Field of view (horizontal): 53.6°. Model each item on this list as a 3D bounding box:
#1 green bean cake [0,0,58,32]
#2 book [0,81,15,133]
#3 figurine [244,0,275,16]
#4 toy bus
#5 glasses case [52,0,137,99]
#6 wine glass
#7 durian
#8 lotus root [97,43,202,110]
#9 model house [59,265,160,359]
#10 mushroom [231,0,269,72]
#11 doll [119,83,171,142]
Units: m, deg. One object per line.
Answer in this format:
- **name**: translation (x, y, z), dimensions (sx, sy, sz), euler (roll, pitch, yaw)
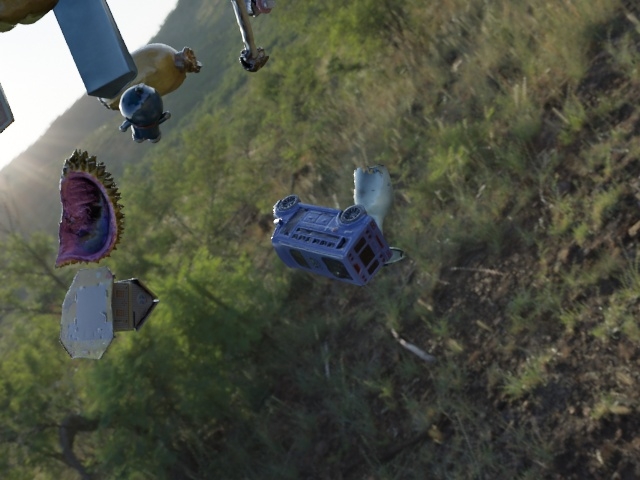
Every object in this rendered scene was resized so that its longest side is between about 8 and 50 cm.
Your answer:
- **green bean cake**: translation (-0.492, -0.385, 0.828), dimensions (0.233, 0.236, 0.124), euler (-30, 22, -26)
- **book**: translation (-0.974, -0.323, 1.797), dimensions (0.242, 0.018, 0.170), euler (-36, 65, 11)
- **figurine**: translation (-0.165, -0.623, 1.648), dimensions (0.054, 0.072, 0.129), euler (-19, 20, -25)
- **toy bus**: translation (0.000, 0.000, 1.333), dimensions (0.292, 0.125, 0.133), euler (13, 55, 45)
- **glasses case**: translation (-0.449, -0.411, 1.253), dimensions (0.105, 0.266, 0.056), euler (-27, -13, 4)
- **wine glass**: translation (0.182, -0.083, 2.014), dimensions (0.143, 0.144, 0.320), euler (-35, 54, 46)
- **durian**: translation (-0.545, -0.086, 1.514), dimensions (0.186, 0.154, 0.260), euler (-111, 30, -50)
- **lotus root**: translation (-0.463, -0.435, 1.669), dimensions (0.304, 0.130, 0.146), euler (-20, 10, 18)
- **model house**: translation (-0.483, 0.169, 1.458), dimensions (0.219, 0.136, 0.207), euler (-13, 77, 38)
- **mushroom**: translation (-0.162, -0.463, 1.399), dimensions (0.061, 0.187, 0.060), euler (-31, 41, -25)
- **doll**: translation (-0.377, -0.270, 1.347), dimensions (0.152, 0.114, 0.085), euler (99, 166, -58)
